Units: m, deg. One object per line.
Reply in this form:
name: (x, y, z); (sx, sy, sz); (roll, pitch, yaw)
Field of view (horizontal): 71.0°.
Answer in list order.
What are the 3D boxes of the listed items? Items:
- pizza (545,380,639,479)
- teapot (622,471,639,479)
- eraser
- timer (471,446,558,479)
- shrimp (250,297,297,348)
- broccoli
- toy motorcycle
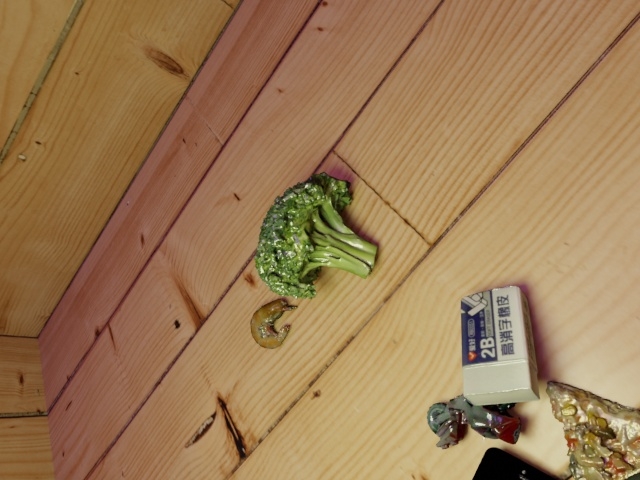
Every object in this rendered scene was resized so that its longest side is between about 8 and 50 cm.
pizza: (0.466, 0.315, 0.764); (0.185, 0.052, 0.195); (-52, 49, 12)
teapot: (0.507, 0.463, 0.612); (0.183, 0.183, 0.251); (-1, 88, 41)
eraser: (0.335, 0.198, 0.853); (0.124, 0.068, 0.210); (-19, 41, 32)
timer: (0.352, 0.465, 0.769); (0.187, 0.055, 0.144); (21, 52, 35)
shrimp: (-0.136, 0.245, 1.325); (0.187, 0.051, 0.132); (-43, 71, 30)
broccoli: (-0.019, 0.001, 1.191); (0.249, 0.302, 0.375); (-33, 26, 54)
toy motorcycle: (0.304, 0.352, 0.876); (0.213, 0.082, 0.122); (-42, 42, 34)
